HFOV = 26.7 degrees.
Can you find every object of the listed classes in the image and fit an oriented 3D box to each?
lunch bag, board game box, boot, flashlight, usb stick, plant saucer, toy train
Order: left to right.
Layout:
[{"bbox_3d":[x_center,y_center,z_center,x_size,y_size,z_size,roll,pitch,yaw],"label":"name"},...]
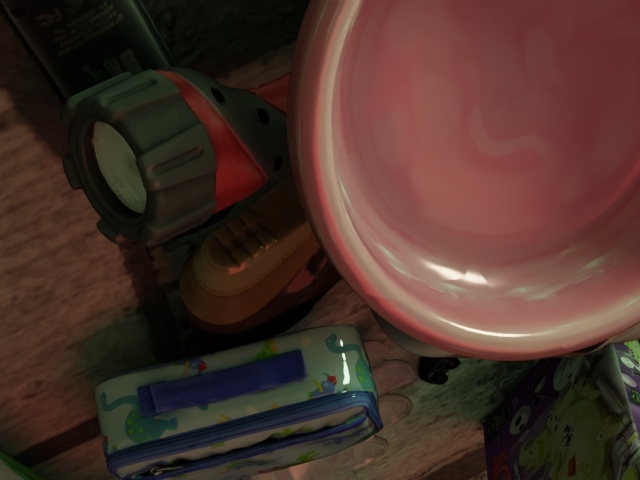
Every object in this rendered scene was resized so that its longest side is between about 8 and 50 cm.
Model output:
[{"bbox_3d":[-0.122,-0.092,0.865,0.077,0.045,0.278,-29,144,-1],"label":"usb stick"},{"bbox_3d":[-0.063,0.137,1.071,0.219,0.090,0.176,-14,161,-1],"label":"lunch bag"},{"bbox_3d":[-0.016,-0.096,0.859,0.304,0.103,0.103,-30,166,-34],"label":"flashlight"},{"bbox_3d":[0.000,0.000,1.049,0.248,0.090,0.207,-28,163,-17],"label":"boot"},{"bbox_3d":[0.140,0.079,1.286,0.036,0.027,0.158,13,124,-33],"label":"toy train"},{"bbox_3d":[0.130,-0.093,0.815,0.332,0.084,0.332,-8,112,-20],"label":"plant saucer"},{"bbox_3d":[0.240,0.215,1.288,0.056,0.347,0.208,28,114,-10],"label":"board game box"}]

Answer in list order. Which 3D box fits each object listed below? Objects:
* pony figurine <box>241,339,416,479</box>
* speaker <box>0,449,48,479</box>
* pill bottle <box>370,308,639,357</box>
[{"bbox_3d":[-0.011,0.307,1.250,0.351,0.303,0.363,-31,162,-4],"label":"pony figurine"},{"bbox_3d":[-0.256,0.237,1.068,0.131,0.131,0.296,-35,145,0],"label":"speaker"},{"bbox_3d":[0.177,0.023,1.141,0.264,0.153,0.153,4,129,-41],"label":"pill bottle"}]
